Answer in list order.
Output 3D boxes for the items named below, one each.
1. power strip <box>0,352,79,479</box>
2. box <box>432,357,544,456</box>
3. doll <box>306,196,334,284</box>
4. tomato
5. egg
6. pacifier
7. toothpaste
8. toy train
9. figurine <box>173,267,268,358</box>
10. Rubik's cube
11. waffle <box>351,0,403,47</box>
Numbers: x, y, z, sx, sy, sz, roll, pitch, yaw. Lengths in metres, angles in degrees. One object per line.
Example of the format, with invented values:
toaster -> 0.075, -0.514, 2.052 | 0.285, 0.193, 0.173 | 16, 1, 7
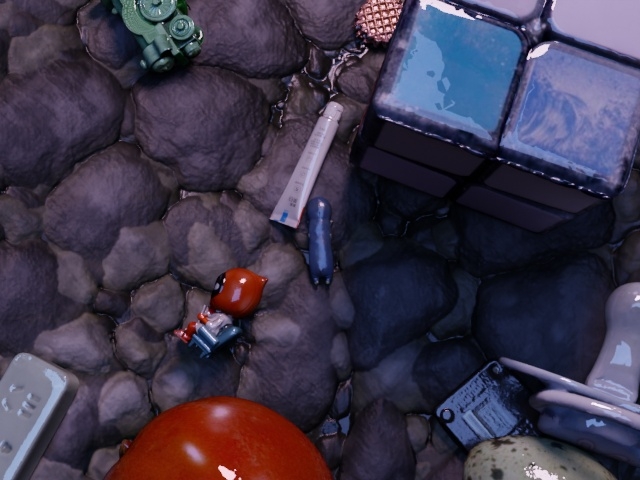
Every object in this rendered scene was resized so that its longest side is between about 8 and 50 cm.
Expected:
power strip -> -0.455, 0.334, 1.350 | 0.091, 0.062, 0.385 | 26, 80, 10
box -> 0.234, 0.238, 1.368 | 0.125, 0.027, 0.126 | -41, 81, -7
doll -> 0.000, 0.000, 1.425 | 0.037, 0.027, 0.125 | -2, 81, 2
tomato -> -0.131, 0.354, 1.202 | 0.290, 0.293, 0.325 | 28, 93, 20
egg -> 0.280, 0.334, 1.269 | 0.228, 0.177, 0.177 | 35, 82, 4
pacifier -> 0.374, 0.158, 1.273 | 0.287, 0.238, 0.225 | 17, 83, 9
toothpaste -> -0.015, -0.109, 1.444 | 0.048, 0.031, 0.190 | 20, 81, 28
toy train -> -0.245, -0.326, 1.475 | 0.105, 0.071, 0.178 | -33, 78, 3
figurine -> -0.129, 0.096, 1.386 | 0.075, 0.068, 0.140 | 39, 84, 11
Rubik's cube -> 0.238, -0.214, 1.304 | 0.316, 0.313, 0.318 | 21, 81, 0
waffle -> 0.088, -0.321, 1.484 | 0.075, 0.029, 0.083 | 38, 81, 8
